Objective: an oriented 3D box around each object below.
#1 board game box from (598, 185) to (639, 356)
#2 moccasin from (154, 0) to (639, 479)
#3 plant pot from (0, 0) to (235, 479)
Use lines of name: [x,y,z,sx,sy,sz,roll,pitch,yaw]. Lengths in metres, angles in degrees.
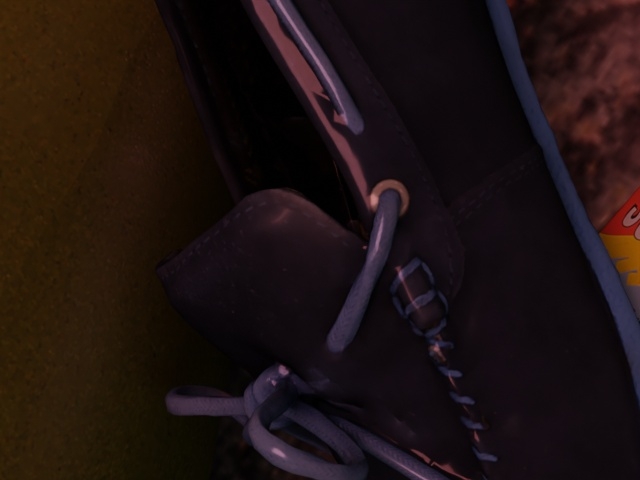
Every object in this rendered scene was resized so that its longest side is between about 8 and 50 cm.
board game box: [0.229,-0.029,0.415,0.275,0.142,0.144,-50,38,8]
moccasin: [0.000,0.000,0.440,0.138,0.116,0.342,-37,70,61]
plant pot: [-0.180,0.024,0.533,0.366,0.366,0.353,15,75,27]
